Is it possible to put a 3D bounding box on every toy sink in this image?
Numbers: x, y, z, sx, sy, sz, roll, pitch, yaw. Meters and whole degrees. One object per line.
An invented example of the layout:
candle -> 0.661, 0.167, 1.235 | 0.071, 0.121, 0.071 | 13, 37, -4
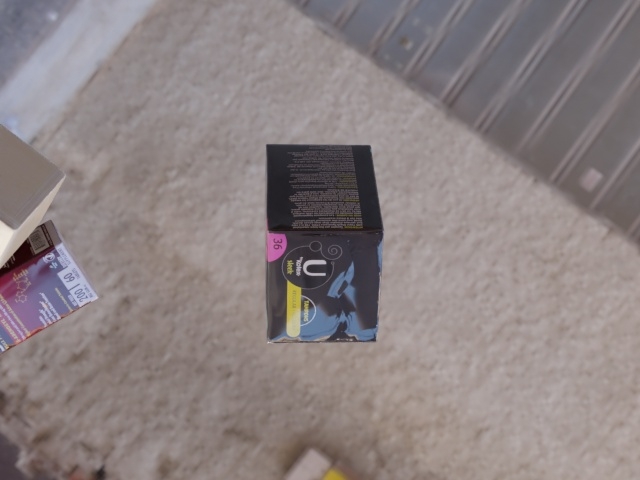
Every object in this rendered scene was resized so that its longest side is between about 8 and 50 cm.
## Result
toy sink -> -0.484, -0.090, 1.740 | 0.131, 0.234, 0.153 | -57, -174, -38

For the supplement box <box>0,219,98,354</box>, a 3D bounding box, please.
supplement box -> -0.472, 0.087, 1.939 | 0.239, 0.073, 0.130 | -31, 131, -5

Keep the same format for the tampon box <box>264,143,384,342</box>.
tampon box -> 0.000, 0.000, 1.169 | 0.161, 0.102, 0.120 | -93, -176, -59
